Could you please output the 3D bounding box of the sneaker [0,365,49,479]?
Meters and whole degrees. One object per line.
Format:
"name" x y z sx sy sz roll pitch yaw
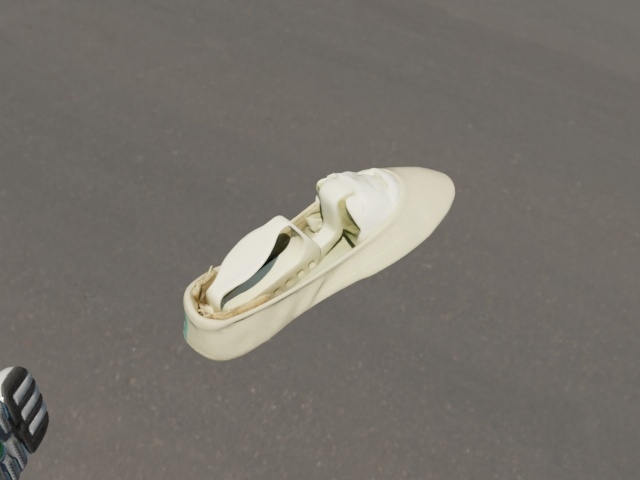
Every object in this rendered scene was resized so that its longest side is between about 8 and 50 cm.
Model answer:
"sneaker" -0.284 0.171 0.540 0.132 0.086 0.229 -16 13 4

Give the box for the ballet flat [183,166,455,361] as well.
"ballet flat" 0.000 0.000 0.599 0.248 0.086 0.086 -36 55 -14
